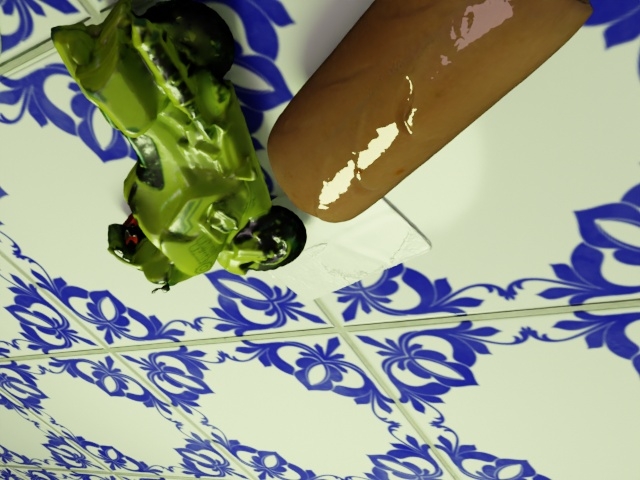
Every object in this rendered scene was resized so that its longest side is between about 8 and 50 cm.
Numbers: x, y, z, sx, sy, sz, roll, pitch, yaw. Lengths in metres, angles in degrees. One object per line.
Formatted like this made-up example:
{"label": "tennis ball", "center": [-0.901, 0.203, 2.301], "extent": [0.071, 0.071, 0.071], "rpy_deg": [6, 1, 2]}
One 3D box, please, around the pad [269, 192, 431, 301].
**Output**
{"label": "pad", "center": [0.000, 0.000, 0.791], "extent": [0.156, 0.004, 0.232], "rpy_deg": [41, 137, -22]}

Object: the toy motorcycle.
{"label": "toy motorcycle", "center": [-0.147, -0.074, 0.673], "extent": [0.206, 0.142, 0.342], "rpy_deg": [-24, 133, -5]}

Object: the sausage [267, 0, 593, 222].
{"label": "sausage", "center": [0.062, -0.121, 0.533], "extent": [0.121, 0.121, 0.304], "rpy_deg": [34, 138, -15]}

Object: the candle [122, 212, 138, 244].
{"label": "candle", "center": [-0.210, -0.040, 0.820], "extent": [0.162, 0.053, 0.048], "rpy_deg": [-39, 68, 42]}
